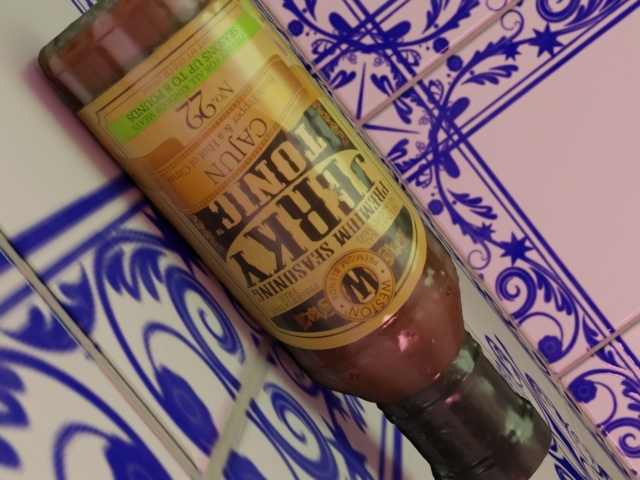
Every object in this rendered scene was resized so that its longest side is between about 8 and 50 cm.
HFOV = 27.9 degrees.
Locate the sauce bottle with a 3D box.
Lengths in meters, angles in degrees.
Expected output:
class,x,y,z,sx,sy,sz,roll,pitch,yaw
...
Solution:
class,x,y,z,sx,sy,sz,roll,pitch,yaw
sauce bottle,0.000,0.000,0.695,0.344,0.111,0.111,49,10,-13
